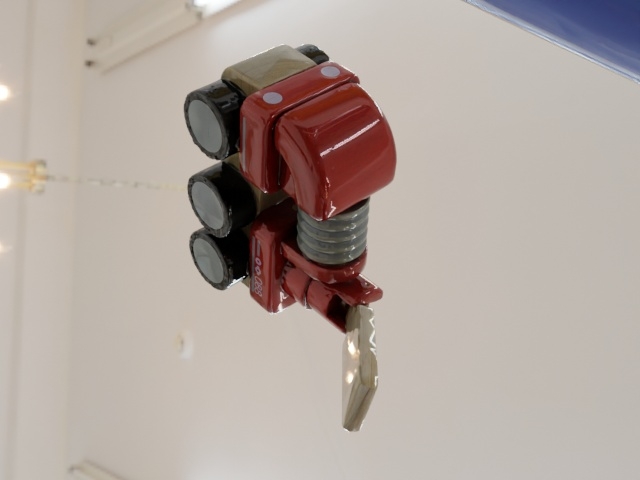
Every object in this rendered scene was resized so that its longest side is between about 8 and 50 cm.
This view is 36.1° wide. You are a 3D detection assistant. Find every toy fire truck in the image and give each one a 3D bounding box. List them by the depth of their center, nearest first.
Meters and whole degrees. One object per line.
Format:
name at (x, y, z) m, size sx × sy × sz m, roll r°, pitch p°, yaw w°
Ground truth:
toy fire truck at (0.000, 0.000, 0.755) m, size 0.246 × 0.158 × 0.217 m, roll 38°, pitch -39°, yaw 31°

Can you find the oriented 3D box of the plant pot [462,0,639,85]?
plant pot at (0.129, -0.174, 0.354) m, size 0.236 × 0.236 × 0.212 m, roll -74°, pitch -171°, yaw -69°
